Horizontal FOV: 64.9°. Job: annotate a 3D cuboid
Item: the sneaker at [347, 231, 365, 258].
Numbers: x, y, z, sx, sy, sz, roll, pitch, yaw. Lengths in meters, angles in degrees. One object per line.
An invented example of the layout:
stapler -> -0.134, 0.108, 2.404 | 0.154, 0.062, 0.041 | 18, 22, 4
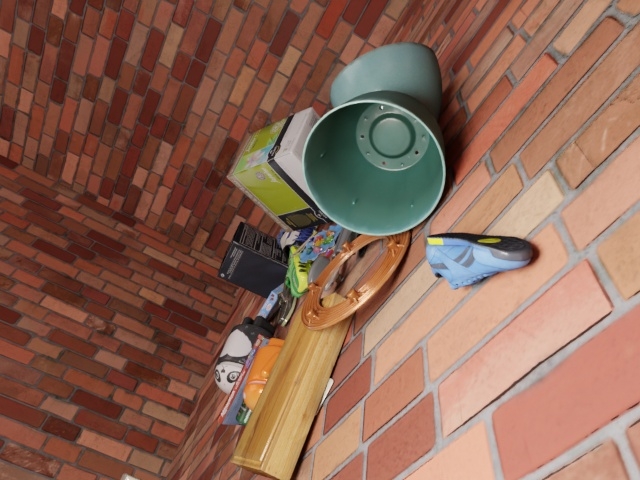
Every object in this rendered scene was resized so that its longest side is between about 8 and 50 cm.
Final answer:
sneaker -> 0.118, -0.033, 1.381 | 0.089, 0.051, 0.170 | 166, 126, -75

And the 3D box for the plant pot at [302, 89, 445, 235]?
plant pot -> 0.137, -0.192, 1.105 | 0.293, 0.293, 0.235 | -55, 1, 35

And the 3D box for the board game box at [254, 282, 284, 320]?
board game box -> -0.191, 0.261, 1.975 | 0.211, 0.039, 0.160 | -59, -11, 23

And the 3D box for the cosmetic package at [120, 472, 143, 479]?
cosmetic package -> -0.391, 0.712, 1.279 | 0.153, 0.296, 0.129 | -45, 20, 58

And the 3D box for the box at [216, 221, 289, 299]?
box -> -0.259, 0.093, 2.155 | 0.182, 0.294, 0.296 | -62, 10, 15

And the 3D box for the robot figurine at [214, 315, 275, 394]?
robot figurine -> -0.253, 0.395, 1.724 | 0.209, 0.174, 0.278 | 120, 172, -54

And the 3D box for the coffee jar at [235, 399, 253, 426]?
coffee jar -> -0.176, 0.456, 1.479 | 0.184, 0.079, 0.096 | -65, 11, -16

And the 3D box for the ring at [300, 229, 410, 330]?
ring -> 0.070, 0.067, 1.162 | 0.336, 0.032, 0.336 | -42, 14, 13

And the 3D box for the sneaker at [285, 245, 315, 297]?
sneaker -> -0.083, 0.107, 1.800 | 0.123, 0.109, 0.295 | -56, 13, 14

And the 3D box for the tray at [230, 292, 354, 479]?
tray -> -0.062, 0.329, 1.172 | 0.203, 0.076, 0.410 | -33, 29, 58

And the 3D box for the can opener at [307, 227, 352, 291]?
can opener -> 0.051, 0.025, 1.459 | 0.280, 0.093, 0.074 | -64, 9, -32

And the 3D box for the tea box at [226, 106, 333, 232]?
tea box -> -0.076, -0.226, 1.728 | 0.324, 0.329, 0.220 | -12, 47, 40

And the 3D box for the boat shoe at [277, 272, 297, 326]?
boat shoe -> -0.125, 0.211, 1.839 | 0.080, 0.073, 0.223 | -50, 17, 48

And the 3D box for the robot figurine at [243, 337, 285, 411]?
robot figurine -> -0.132, 0.370, 1.348 | 0.158, 0.128, 0.219 | -33, 29, 43

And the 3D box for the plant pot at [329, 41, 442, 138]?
plant pot -> 0.189, -0.328, 1.287 | 0.290, 0.290, 0.195 | -45, 58, 58

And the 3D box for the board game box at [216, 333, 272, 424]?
board game box -> -0.203, 0.433, 1.551 | 0.027, 0.145, 0.281 | 22, 83, 36

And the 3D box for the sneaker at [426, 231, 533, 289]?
sneaker -> 0.225, 0.034, 0.725 | 0.209, 0.069, 0.082 | -172, 76, -69

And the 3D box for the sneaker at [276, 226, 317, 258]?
sneaker -> -0.060, -0.035, 2.059 | 0.315, 0.127, 0.182 | -52, 28, 24

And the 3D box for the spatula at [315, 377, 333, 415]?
spatula -> -0.045, 0.405, 1.166 | 0.242, 0.019, 0.168 | -63, 17, -2

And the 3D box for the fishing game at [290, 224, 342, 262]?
fishing game -> 0.000, 0.000, 1.659 | 0.189, 0.041, 0.264 | -45, 18, -16
